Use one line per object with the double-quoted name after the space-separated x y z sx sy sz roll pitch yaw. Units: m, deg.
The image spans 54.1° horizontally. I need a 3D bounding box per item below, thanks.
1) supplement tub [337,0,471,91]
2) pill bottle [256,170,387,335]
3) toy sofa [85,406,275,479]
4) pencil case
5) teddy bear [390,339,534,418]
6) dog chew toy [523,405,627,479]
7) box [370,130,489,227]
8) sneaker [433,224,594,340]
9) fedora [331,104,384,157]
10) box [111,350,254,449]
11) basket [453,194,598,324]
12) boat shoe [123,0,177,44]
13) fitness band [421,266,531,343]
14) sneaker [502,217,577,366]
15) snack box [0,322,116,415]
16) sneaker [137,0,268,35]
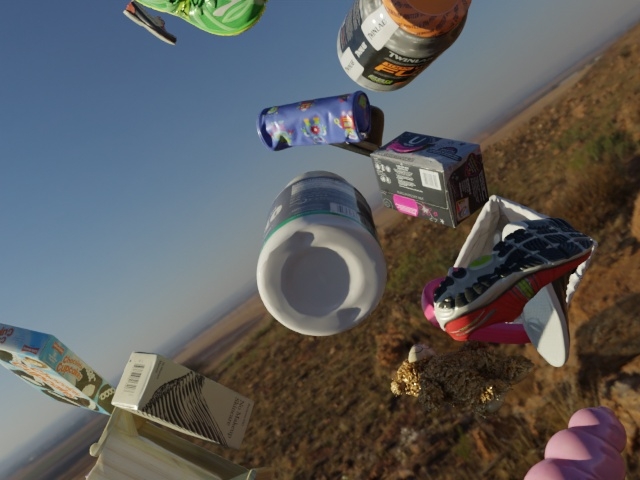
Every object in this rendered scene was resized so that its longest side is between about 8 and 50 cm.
0.150 -0.407 1.165 0.193 0.194 0.316 -35 3 -8 "supplement tub"
0.000 0.000 1.116 0.204 0.204 0.361 -35 16 11 "pill bottle"
-0.294 0.494 1.316 0.150 0.362 0.177 59 -128 -70 "toy sofa"
-0.011 -0.300 1.614 0.306 0.133 0.119 -3 40 28 "pencil case"
0.295 0.286 1.365 0.245 0.113 0.338 -36 15 -13 "teddy bear"
0.605 0.535 1.454 0.332 0.206 0.206 -53 8 -25 "dog chew toy"
0.269 -0.159 1.545 0.142 0.163 0.247 -35 34 -27 "box"
0.313 0.070 1.023 0.278 0.118 0.107 -26 34 -2 "sneaker"
0.097 -0.355 1.942 0.334 0.333 0.153 -40 -33 -80 "fedora"
-0.266 0.323 1.249 0.094 0.275 0.113 -5 59 41 "box"
0.581 0.096 1.867 0.331 0.328 0.266 -62 -16 -4 "basket"
-0.388 -0.505 1.453 0.043 0.137 0.049 -56 5 -3 "boat shoe"
0.375 0.144 1.420 0.209 0.290 0.054 -83 -2 -57 "fitness band"
0.463 0.088 1.220 0.146 0.296 0.104 -18 4 -26 "sneaker"
-0.592 0.284 1.375 0.322 0.187 0.060 72 -148 -53 "snack box"
-0.231 -0.434 1.084 0.123 0.295 0.110 -3 -72 -75 "sneaker"
